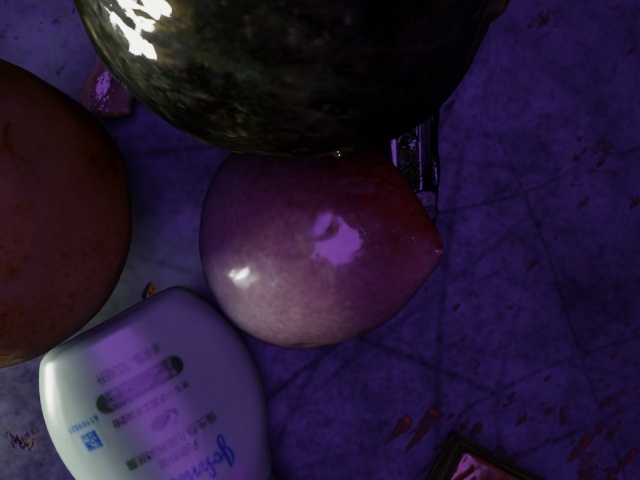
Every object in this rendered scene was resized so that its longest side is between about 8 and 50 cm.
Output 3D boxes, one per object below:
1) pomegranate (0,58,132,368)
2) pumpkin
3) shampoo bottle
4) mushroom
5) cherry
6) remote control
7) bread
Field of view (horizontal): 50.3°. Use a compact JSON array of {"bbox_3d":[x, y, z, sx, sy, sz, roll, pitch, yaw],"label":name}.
[{"bbox_3d":[-0.339,-0.016,0.648,0.319,0.319,0.319,0,92,-1],"label":"pomegranate"},{"bbox_3d":[0.002,-0.273,0.526,0.344,0.454,0.454,30,91,3],"label":"pumpkin"},{"bbox_3d":[-0.142,0.235,0.737,0.222,0.151,0.349,-29,93,-13],"label":"shampoo bottle"},{"bbox_3d":[-0.212,-0.232,0.771,0.059,0.054,0.202,23,87,-22],"label":"mushroom"},{"bbox_3d":[-0.011,-0.002,0.689,0.206,0.239,0.239,11,92,-26],"label":"cherry"},{"bbox_3d":[0.092,-0.114,0.771,0.090,0.066,0.266,-3,92,3],"label":"remote control"},{"bbox_3d":[0.199,0.297,0.787,0.139,0.074,0.084,28,91,-4],"label":"bread"}]
